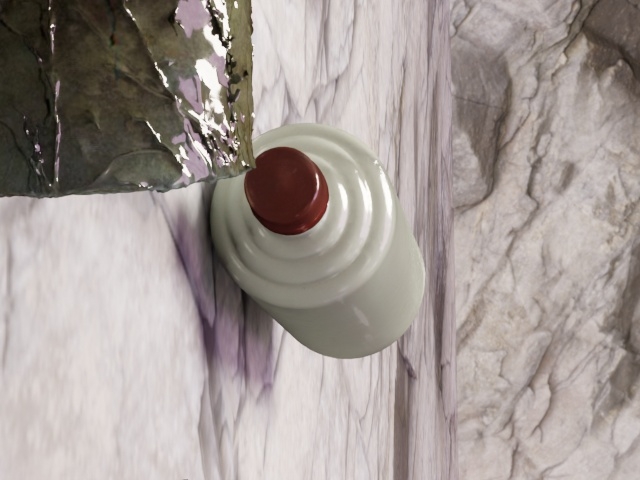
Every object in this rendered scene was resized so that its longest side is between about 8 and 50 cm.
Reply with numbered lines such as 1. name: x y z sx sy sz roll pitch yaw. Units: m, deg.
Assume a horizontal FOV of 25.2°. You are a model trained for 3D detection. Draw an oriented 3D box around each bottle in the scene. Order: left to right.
1. bottle: 0.000 0.000 0.821 0.245 0.104 0.104 56 33 -73

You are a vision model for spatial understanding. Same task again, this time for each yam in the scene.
1. yam: -0.071 -0.098 0.445 0.107 0.107 0.183 26 61 -79

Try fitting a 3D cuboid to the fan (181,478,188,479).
1. fan: -0.052 0.214 0.761 0.227 0.008 0.153 58 31 -70
